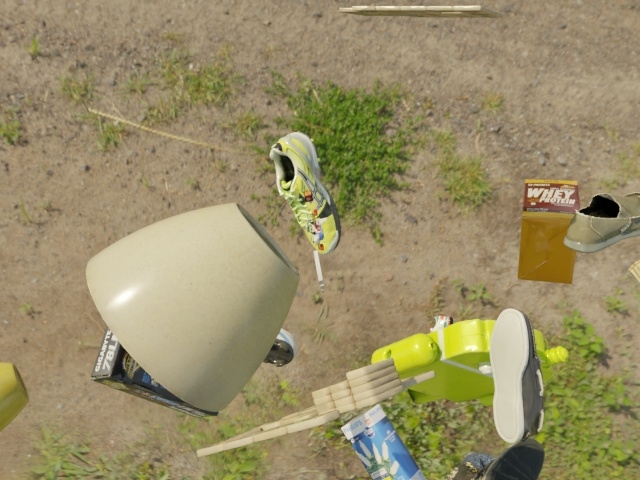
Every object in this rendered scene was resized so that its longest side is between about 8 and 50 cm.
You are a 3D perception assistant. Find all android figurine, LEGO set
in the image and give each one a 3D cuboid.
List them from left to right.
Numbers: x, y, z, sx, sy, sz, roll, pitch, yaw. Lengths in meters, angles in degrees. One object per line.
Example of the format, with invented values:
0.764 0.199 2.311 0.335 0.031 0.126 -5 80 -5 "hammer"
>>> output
0.000 0.000 1.398 0.060 0.182 0.244 -11 75 0 "LEGO set"
0.198 0.176 0.755 0.248 0.273 0.056 24 55 -30 "android figurine"

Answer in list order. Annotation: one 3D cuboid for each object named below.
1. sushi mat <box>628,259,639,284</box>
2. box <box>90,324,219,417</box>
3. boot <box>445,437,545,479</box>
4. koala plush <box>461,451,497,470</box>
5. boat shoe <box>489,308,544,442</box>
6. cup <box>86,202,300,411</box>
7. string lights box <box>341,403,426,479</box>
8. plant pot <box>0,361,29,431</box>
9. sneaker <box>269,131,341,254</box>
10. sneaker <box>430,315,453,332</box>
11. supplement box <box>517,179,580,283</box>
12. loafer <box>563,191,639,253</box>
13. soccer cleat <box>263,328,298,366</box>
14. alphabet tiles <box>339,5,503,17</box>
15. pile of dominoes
0.546 0.109 0.695 0.151 0.019 0.316 -38 92 11 "sushi mat"
-0.316 0.199 1.188 0.293 0.073 0.296 39 46 -43 "box"
0.343 0.482 1.129 0.085 0.178 0.236 39 87 1 "boot"
0.482 0.774 1.662 0.203 0.196 0.221 35 40 26 "koala plush"
0.189 0.126 0.516 0.038 0.046 0.125 -2 89 -24 "boat shoe"
-0.175 0.076 0.917 0.237 0.331 0.331 -40 78 0 "cup"
0.193 0.660 1.708 0.076 0.133 0.260 -16 67 -51 "string lights box"
-0.525 0.248 0.872 0.095 0.134 0.134 -22 72 -25 "plant pot"
-0.059 -0.131 1.672 0.147 0.145 0.385 -27 98 -47 "sneaker"
0.443 0.356 2.032 0.075 0.057 0.161 6 83 33 "sneaker"
0.579 -0.027 1.398 0.129 0.191 0.194 4 33 20 "supplement box"
0.597 -0.053 1.109 0.251 0.087 0.094 -23 32 -27 "loafer"
-0.226 0.283 1.645 0.331 0.143 0.116 20 106 1 "soccer cleat"
0.161 -0.372 0.894 0.237 0.009 0.198 11 22 24 "alphabet tiles"
-0.009 0.194 0.663 0.196 0.251 0.040 -4 71 -48 "pile of dominoes"
